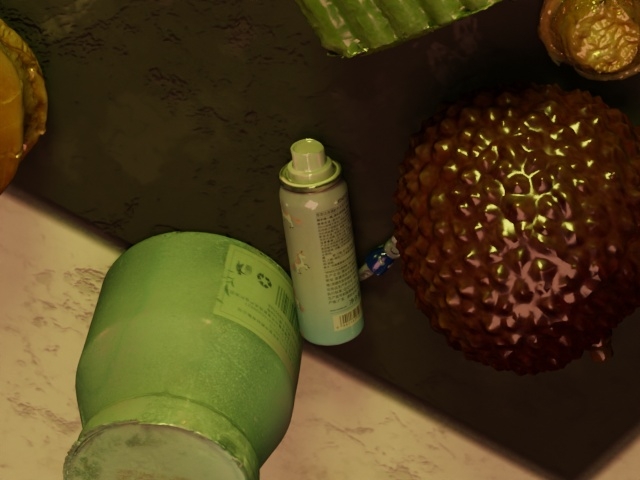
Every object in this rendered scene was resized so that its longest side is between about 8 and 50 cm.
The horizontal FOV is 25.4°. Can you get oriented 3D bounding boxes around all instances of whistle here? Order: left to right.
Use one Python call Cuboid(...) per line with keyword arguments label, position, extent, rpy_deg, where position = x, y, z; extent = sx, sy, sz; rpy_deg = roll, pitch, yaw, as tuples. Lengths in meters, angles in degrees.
Cuboid(label="whistle", position=(0.066, 0.019, 1.553), extent=(0.033, 0.029, 0.083), rpy_deg=(22, 129, -41))

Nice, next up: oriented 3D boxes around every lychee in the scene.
Cuboid(label="lychee", position=(0.205, -0.010, 1.368), extent=(0.276, 0.275, 0.304), rpy_deg=(-25, 108, 25))

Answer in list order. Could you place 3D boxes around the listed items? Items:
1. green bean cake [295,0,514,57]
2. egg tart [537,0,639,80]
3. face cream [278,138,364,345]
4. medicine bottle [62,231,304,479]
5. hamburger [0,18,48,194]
Cuboid(label="green bean cake", position=(0.089, -0.262, 1.222), extent=(0.214, 0.200, 0.113), rpy_deg=(-14, 121, 31))
Cuboid(label="egg tart", position=(0.270, -0.201, 1.340), extent=(0.129, 0.049, 0.128), rpy_deg=(3, 127, 4))
Cuboid(label="face cream", position=(0.000, 0.000, 1.515), extent=(0.075, 0.075, 0.229), rpy_deg=(-1, 121, 10))
Cuboid(label="medicine bottle", position=(-0.150, 0.167, 1.537), extent=(0.245, 0.290, 0.245), rpy_deg=(4, 127, 6))
Cuboid(label="hamburger", position=(-0.441, -0.146, 1.424), extent=(0.314, 0.170, 0.290), rpy_deg=(32, 119, -13))
